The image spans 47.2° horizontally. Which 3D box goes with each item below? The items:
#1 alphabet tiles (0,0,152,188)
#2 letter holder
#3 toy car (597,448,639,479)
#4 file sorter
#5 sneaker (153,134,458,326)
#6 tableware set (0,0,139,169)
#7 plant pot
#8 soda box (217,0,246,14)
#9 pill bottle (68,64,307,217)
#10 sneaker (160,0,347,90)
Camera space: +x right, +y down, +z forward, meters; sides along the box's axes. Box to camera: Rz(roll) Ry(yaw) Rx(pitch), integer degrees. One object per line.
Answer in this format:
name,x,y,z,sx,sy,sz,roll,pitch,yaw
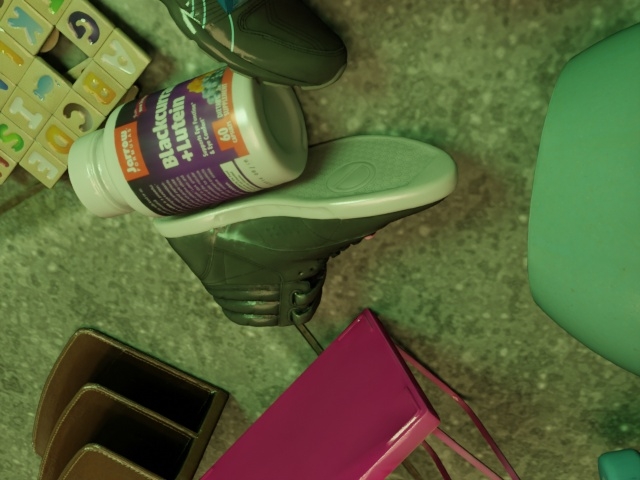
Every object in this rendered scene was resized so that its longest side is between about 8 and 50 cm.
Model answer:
alphabet tiles,-0.291,-0.156,0.667,0.198,0.009,0.237,41,125,-14
letter holder,-0.282,0.280,0.917,0.215,0.152,0.301,28,127,-5
toy car,0.372,0.152,0.676,0.219,0.210,0.237,-13,93,7
file sorter,0.032,0.262,0.732,0.182,0.202,0.290,41,97,-21
sneaker,0.000,0.000,0.679,0.296,0.104,0.146,-10,124,27
tableware set,-0.259,-0.149,0.681,0.141,0.020,0.169,-34,111,31
plant pot,0.274,-0.026,0.487,0.235,0.293,0.292,10,129,26
soda box,-0.094,-0.256,0.462,0.071,0.067,0.210,-36,95,-2
pill bottle,-0.118,-0.081,0.639,0.194,0.108,0.108,-15,120,22
sneaker,-0.083,-0.213,0.542,0.267,0.101,0.106,33,124,-11
